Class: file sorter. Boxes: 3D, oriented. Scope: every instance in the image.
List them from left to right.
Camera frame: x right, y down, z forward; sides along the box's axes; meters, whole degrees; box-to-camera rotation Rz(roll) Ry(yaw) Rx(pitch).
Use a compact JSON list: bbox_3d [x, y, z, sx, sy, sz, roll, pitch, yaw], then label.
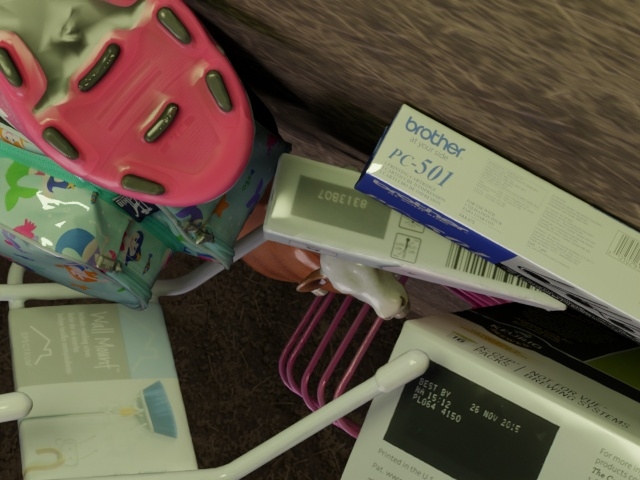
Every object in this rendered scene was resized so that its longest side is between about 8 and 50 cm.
[{"bbox_3d":[0.091,0.116,1.885,0.182,0.202,0.291,32,176,-12],"label":"file sorter"}]

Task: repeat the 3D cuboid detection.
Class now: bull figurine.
[{"bbox_3d":[0.000,0.000,1.670,0.310,0.101,0.188,25,177,45],"label":"bull figurine"}]

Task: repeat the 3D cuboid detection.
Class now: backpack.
[{"bbox_3d":[-0.147,-0.067,1.217,0.225,0.191,0.253,25,-179,26],"label":"backpack"}]

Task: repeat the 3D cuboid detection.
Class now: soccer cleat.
[{"bbox_3d":[-0.176,-0.139,1.040,0.331,0.116,0.143,34,-173,-8],"label":"soccer cleat"}]

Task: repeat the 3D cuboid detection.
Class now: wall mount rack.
[{"bbox_3d":[-0.103,0.066,1.322,0.304,0.130,0.350,-3,-139,-13],"label":"wall mount rack"}]

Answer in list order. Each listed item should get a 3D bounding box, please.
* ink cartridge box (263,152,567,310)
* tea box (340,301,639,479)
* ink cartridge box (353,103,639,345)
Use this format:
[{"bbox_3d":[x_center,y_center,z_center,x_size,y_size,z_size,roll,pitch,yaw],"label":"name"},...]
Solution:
[{"bbox_3d":[0.059,0.001,1.228,0.189,0.066,0.232,14,172,0],"label":"ink cartridge box"},{"bbox_3d":[0.220,0.209,1.397,0.329,0.220,0.323,27,-166,24],"label":"tea box"},{"bbox_3d":[0.122,-0.002,1.050,0.207,0.046,0.097,29,176,-1],"label":"ink cartridge box"}]
